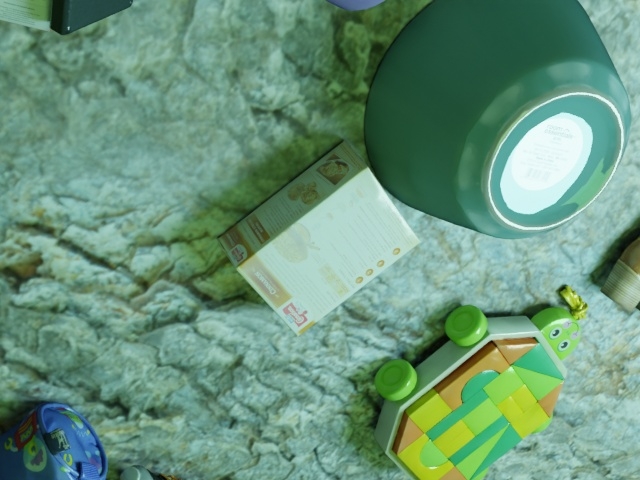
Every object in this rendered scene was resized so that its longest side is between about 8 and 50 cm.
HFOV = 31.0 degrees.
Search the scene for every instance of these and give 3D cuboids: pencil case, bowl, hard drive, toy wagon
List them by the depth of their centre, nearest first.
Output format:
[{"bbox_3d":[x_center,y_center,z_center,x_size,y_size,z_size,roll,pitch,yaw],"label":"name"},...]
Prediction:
[{"bbox_3d":[-0.200,-0.258,1.036,0.094,0.022,0.135,-38,153,-44],"label":"hard drive"},{"bbox_3d":[0.222,-0.124,1.298,0.311,0.163,0.311,-14,128,-19],"label":"bowl"},{"bbox_3d":[-0.377,0.319,1.321,0.306,0.133,0.119,-42,141,6],"label":"pencil case"},{"bbox_3d":[0.237,0.197,1.589,0.344,0.068,0.267,-38,131,2],"label":"toy wagon"}]

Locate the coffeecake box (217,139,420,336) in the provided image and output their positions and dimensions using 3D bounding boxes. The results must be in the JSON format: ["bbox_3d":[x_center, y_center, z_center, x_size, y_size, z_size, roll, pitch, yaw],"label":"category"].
[{"bbox_3d":[0.000,0.000,1.331,0.185,0.068,0.142,-38,131,1],"label":"coffeecake box"}]

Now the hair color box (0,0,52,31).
[{"bbox_3d":[-0.258,-0.265,1.031,0.072,0.043,0.141,10,118,-33],"label":"hair color box"}]

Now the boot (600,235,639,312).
[{"bbox_3d":[0.497,0.046,1.618,0.197,0.073,0.152,25,104,-40],"label":"boot"}]

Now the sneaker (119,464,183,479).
[{"bbox_3d":[-0.181,0.338,1.476,0.083,0.084,0.215,-44,135,-11],"label":"sneaker"}]

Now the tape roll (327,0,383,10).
[{"bbox_3d":[0.031,-0.312,1.050,0.080,0.189,0.189,19,112,-36],"label":"tape roll"}]
